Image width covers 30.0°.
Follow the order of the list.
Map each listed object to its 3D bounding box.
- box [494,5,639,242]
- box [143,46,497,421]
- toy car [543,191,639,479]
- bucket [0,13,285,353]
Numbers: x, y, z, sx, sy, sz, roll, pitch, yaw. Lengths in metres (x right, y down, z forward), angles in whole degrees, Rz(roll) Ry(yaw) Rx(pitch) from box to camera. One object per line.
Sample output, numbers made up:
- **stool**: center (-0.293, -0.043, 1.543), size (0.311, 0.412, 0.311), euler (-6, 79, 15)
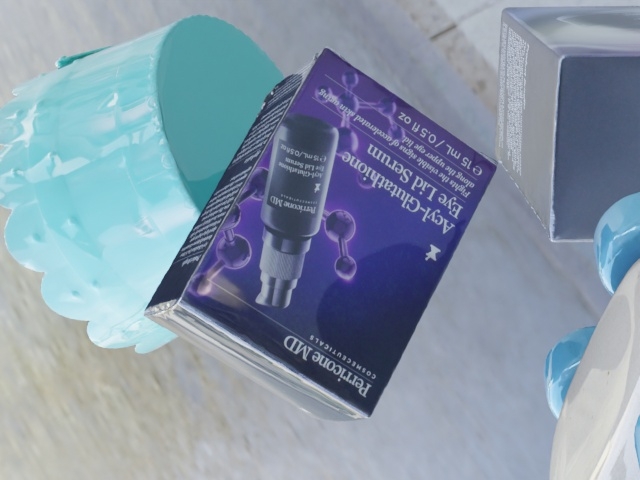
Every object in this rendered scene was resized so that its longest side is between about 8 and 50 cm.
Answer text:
- **box**: center (0.343, -0.126, 1.169), size (0.294, 0.296, 0.183), euler (-97, 6, -70)
- **box**: center (0.000, 0.000, 0.826), size (0.153, 0.207, 0.108), euler (32, 163, -14)
- **toy car**: center (0.272, 0.116, 0.704), size (0.238, 0.219, 0.210), euler (11, 123, -2)
- **bucket**: center (-0.131, -0.055, 1.065), size (0.183, 0.281, 0.281), euler (-21, 99, 29)
